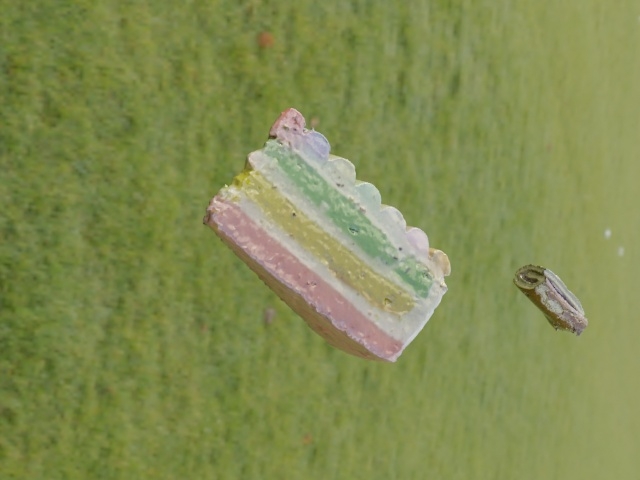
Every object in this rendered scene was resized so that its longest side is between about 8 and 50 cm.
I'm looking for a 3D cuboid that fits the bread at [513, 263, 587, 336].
[{"bbox_3d":[0.238,0.061,1.229,0.083,0.047,0.036,46,75,-27],"label":"bread"}]

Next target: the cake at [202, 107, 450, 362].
[{"bbox_3d":[0.015,0.006,0.917,0.109,0.090,0.225,-55,138,-13],"label":"cake"}]
